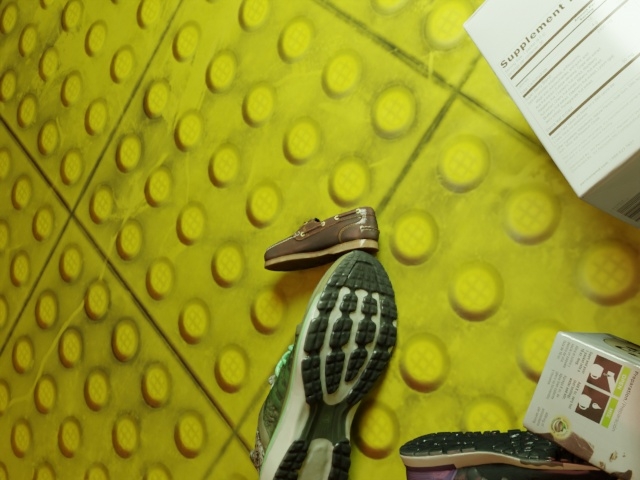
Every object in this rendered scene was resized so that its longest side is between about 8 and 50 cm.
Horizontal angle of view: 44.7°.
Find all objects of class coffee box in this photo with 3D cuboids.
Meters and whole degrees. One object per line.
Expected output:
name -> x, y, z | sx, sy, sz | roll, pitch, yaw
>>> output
coffee box -> 0.388, 0.203, 0.797 | 0.297, 0.168, 0.118 | 24, 99, 39

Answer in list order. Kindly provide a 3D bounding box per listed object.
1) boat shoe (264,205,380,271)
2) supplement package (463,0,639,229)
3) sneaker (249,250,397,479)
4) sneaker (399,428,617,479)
boat shoe -> 0.000, 0.000, 1.206 | 0.207, 0.073, 0.073 | -14, 73, 29
supplement package -> 0.326, -0.183, 0.870 | 0.175, 0.178, 0.292 | -45, 48, 29
sneaker -> -0.026, 0.201, 1.160 | 0.182, 0.158, 0.410 | 21, 92, 55
sneaker -> 0.238, 0.306, 0.964 | 0.283, 0.107, 0.124 | -12, 90, 41
